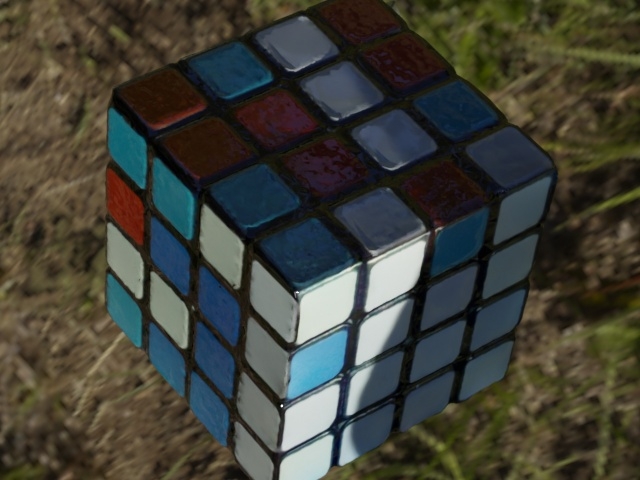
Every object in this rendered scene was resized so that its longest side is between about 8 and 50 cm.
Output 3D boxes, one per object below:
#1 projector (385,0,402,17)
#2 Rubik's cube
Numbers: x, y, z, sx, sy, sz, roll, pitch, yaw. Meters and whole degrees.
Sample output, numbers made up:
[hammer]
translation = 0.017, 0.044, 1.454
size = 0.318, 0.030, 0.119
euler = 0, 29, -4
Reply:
[projector]
translation = 0.007, -0.032, 1.377
size = 0.163, 0.177, 0.243
euler = -58, 130, -66
[Rubik's cube]
translation = 0.000, 0.000, 0.899
size = 0.155, 0.154, 0.151
euler = -27, 55, -28
